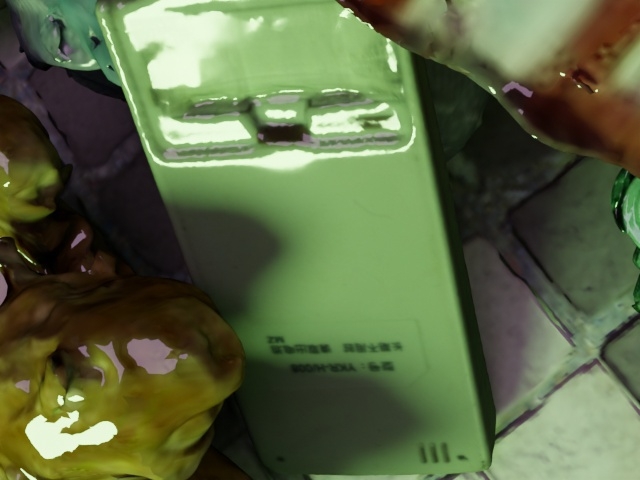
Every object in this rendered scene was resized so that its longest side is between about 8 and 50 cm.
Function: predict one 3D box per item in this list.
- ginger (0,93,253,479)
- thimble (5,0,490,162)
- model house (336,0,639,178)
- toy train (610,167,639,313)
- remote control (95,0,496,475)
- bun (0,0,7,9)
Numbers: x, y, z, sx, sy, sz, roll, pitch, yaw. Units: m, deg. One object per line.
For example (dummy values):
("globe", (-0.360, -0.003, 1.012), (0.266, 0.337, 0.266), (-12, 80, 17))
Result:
("ginger", (-0.137, 0.084, 0.621), (0.357, 0.152, 0.274), (48, 122, 21))
("thimble", (-0.021, -0.129, 0.616), (0.236, 0.205, 0.172), (16, 93, -8))
("model house", (0.144, -0.160, 0.414), (0.254, 0.196, 0.160), (-50, 23, 32))
("toy train", (0.213, -0.047, 0.578), (0.132, 0.083, 0.200), (20, 90, 18))
("remote control", (0.000, 0.000, 0.560), (0.123, 0.285, 0.038), (-4, 41, 16))
("bun", (-0.224, -0.245, 0.712), (0.273, 0.168, 0.273), (18, 123, 29))
